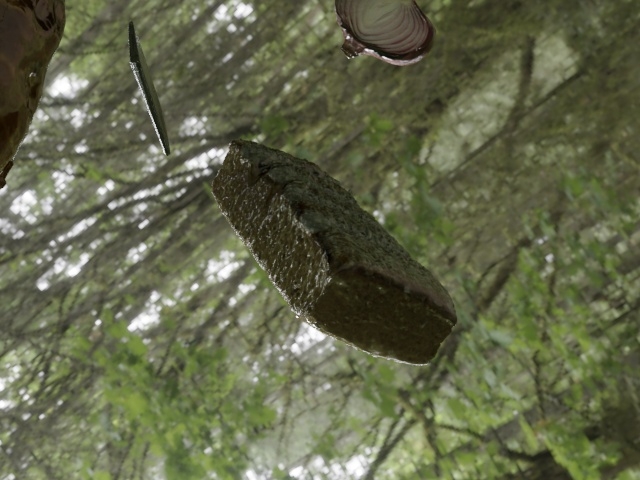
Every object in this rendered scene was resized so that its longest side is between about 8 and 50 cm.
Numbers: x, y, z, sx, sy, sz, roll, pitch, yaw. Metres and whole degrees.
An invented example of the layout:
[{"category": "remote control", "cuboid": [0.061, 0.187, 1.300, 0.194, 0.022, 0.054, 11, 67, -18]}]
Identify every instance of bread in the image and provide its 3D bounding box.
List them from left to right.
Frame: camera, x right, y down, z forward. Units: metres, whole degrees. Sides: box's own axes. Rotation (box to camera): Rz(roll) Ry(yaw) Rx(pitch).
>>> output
[{"category": "bread", "cuboid": [0.000, 0.000, 1.155, 0.165, 0.113, 0.416, 20, -166, -28]}]

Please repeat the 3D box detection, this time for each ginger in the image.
[{"category": "ginger", "cuboid": [-0.426, -0.237, 1.132, 0.176, 0.254, 0.418, 69, -155, -66]}]

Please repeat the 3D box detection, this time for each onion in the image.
[{"category": "onion", "cuboid": [0.111, -0.372, 1.724, 0.206, 0.151, 0.098, 47, -170, 22]}]

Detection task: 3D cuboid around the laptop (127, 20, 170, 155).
[{"category": "laptop", "cuboid": [-0.288, -0.253, 1.617, 0.135, 0.016, 0.197, -107, 4, -48]}]
